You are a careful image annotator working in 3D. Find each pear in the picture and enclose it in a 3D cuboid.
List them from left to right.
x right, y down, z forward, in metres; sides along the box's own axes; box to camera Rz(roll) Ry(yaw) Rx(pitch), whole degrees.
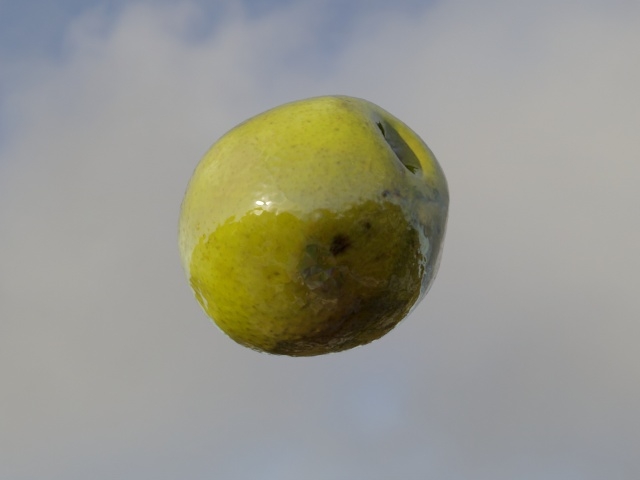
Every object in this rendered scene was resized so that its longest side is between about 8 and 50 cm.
[{"bbox_3d":[0.000,0.000,0.765,0.141,0.141,0.104,8,19,-9],"label":"pear"}]
